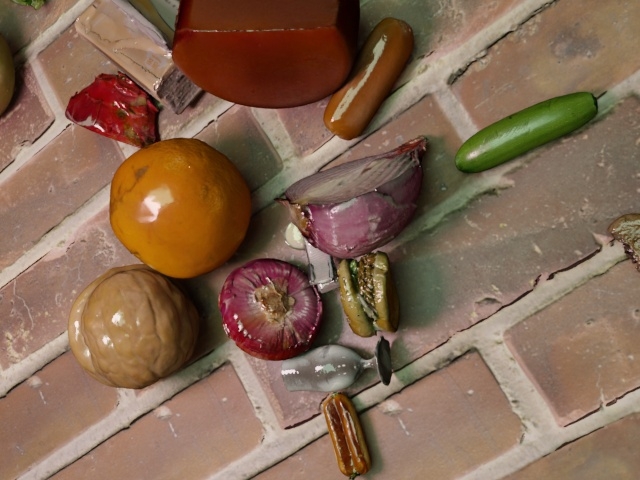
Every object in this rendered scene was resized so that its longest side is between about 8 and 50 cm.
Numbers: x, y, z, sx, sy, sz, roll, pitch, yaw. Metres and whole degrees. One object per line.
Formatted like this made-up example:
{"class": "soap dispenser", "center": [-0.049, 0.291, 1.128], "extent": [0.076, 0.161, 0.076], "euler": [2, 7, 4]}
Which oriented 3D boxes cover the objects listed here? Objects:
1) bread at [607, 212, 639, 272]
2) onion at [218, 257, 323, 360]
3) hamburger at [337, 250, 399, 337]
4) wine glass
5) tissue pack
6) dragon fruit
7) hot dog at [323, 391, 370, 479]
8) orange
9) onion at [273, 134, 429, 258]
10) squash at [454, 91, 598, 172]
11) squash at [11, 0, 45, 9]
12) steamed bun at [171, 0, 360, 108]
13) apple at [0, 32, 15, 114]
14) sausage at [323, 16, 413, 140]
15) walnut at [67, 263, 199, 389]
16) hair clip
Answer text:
{"class": "bread", "center": [0.587, 0.000, 1.255], "extent": [0.082, 0.060, 0.113], "euler": [-33, 76, 16]}
{"class": "onion", "center": [-0.110, 0.152, 1.469], "extent": [0.230, 0.163, 0.230], "euler": [6, 65, -13]}
{"class": "hamburger", "center": [0.092, 0.108, 1.375], "extent": [0.113, 0.185, 0.177], "euler": [-3, 99, 15]}
{"class": "wine glass", "center": [0.033, 0.262, 1.430], "extent": [0.222, 0.103, 0.103], "euler": [-10, 81, 19]}
{"class": "tissue pack", "center": [-0.401, -0.485, 1.593], "extent": [0.305, 0.238, 0.238], "euler": [40, 100, 20]}
{"class": "dragon fruit", "center": [-0.514, -0.319, 1.688], "extent": [0.261, 0.189, 0.163], "euler": [27, 126, 18]}
{"class": "hot dog", "center": [0.057, 0.407, 1.431], "extent": [0.072, 0.055, 0.188], "euler": [-20, 78, 22]}
{"class": "orange", "center": [-0.302, -0.073, 1.488], "extent": [0.312, 0.312, 0.312], "euler": [-2, 84, 22]}
{"class": "onion", "center": [0.107, -0.076, 1.386], "extent": [0.267, 0.348, 0.159], "euler": [26, 138, 58]}
{"class": "squash", "center": [0.396, -0.212, 1.339], "extent": [0.292, 0.082, 0.082], "euler": [-24, 77, 18]}
{"class": "squash", "center": [-0.883, -0.744, 1.890], "extent": [0.378, 0.101, 0.101], "euler": [42, 101, 19]}
{"class": "steamed bun", "center": [-0.106, -0.414, 1.432], "extent": [0.379, 0.248, 0.235], "euler": [0, 61, 6]}
{"class": "apple", "center": [-0.957, -0.452, 1.787], "extent": [0.319, 0.319, 0.277], "euler": [-3, 55, 21]}
{"class": "sausage", "center": [0.103, -0.340, 1.454], "extent": [0.105, 0.105, 0.274], "euler": [34, 98, 21]}
{"class": "walnut", "center": [-0.411, 0.187, 1.527], "extent": [0.296, 0.285, 0.285], "euler": [-4, 82, 59]}
{"class": "hair clip", "center": [0.003, 0.000, 1.474], "extent": [0.159, 0.071, 0.219], "euler": [-15, 65, 2]}
